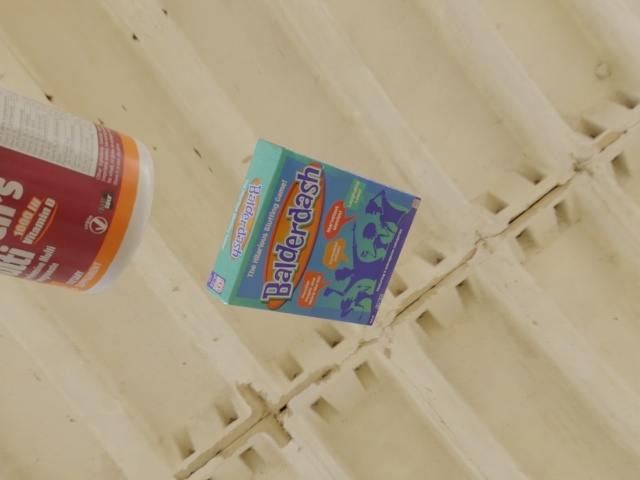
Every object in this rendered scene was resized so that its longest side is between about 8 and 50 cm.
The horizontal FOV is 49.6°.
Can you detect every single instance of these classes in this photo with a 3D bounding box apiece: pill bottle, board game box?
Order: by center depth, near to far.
[{"bbox_3d":[-0.233,-0.046,0.453,0.221,0.121,0.121,19,-101,-36],"label":"pill bottle"},{"bbox_3d":[0.000,0.000,0.728,0.047,0.210,0.160,27,-80,47],"label":"board game box"}]
